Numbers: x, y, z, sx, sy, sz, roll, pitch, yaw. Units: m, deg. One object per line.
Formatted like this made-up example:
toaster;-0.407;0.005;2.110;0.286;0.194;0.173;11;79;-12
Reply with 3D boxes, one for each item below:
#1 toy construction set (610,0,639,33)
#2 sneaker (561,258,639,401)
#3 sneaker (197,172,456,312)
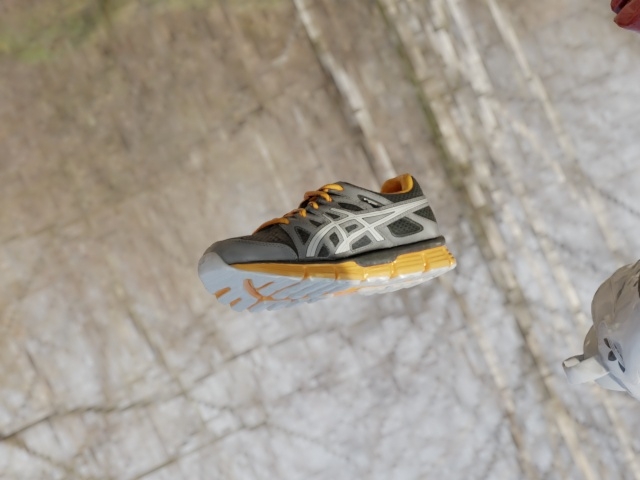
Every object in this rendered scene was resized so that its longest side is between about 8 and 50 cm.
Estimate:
toy construction set;0.214;-0.075;0.665;0.257;0.237;0.309;-19;148;37
sneaker;0.355;0.023;1.312;0.365;0.137;0.210;-20;167;-30
sneaker;0.000;0.000;1.196;0.214;0.083;0.084;-6;169;-41
